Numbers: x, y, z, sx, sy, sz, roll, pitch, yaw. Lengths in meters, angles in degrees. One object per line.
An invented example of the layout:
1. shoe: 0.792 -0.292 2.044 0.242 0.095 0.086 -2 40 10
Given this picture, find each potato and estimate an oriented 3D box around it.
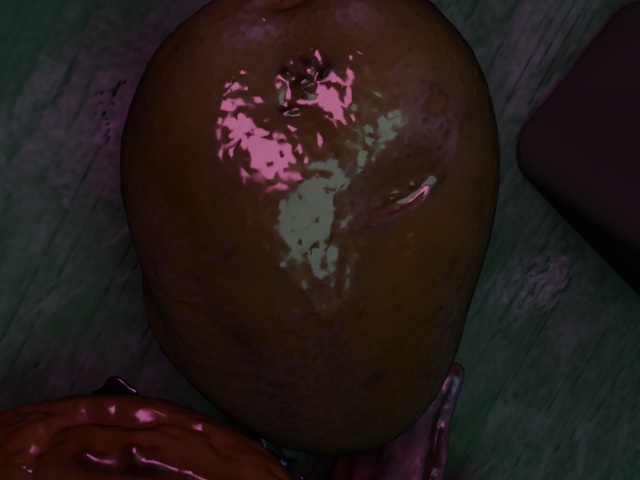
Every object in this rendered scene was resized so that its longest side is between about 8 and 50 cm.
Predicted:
1. potato: 0.000 0.000 0.553 0.174 0.159 0.251 -5 125 0

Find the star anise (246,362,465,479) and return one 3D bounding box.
1. star anise: 0.009 0.183 0.669 0.257 0.110 0.198 -30 107 -22

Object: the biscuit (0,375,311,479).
1. biscuit: -0.095 0.214 0.561 0.295 0.075 0.296 3 105 11

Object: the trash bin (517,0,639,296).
1. trash bin: 0.278 0.014 0.592 0.223 0.343 0.158 39 88 -35
